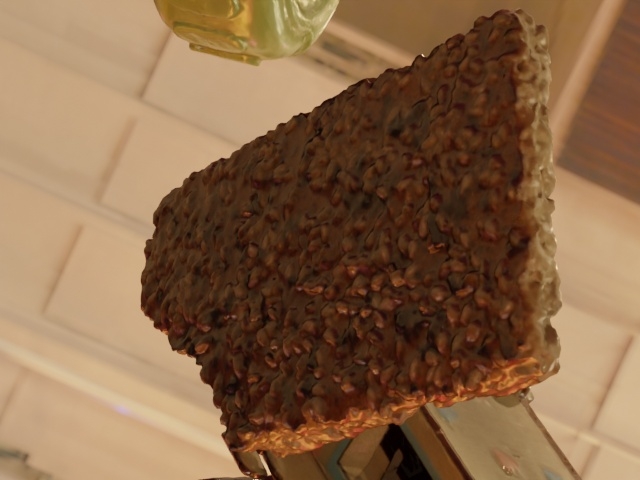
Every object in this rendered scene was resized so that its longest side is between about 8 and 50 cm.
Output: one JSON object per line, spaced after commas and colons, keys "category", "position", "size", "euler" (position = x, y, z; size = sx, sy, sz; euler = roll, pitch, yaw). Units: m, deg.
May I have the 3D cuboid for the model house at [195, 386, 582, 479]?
{"category": "model house", "position": [0.029, 0.230, 0.750], "size": [0.244, 0.169, 0.326], "euler": [53, -54, 37]}

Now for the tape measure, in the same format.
{"category": "tape measure", "position": [-0.024, -0.160, 0.724], "size": [0.154, 0.087, 0.177], "euler": [88, 23, -54]}

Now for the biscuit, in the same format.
{"category": "biscuit", "position": [-0.003, 0.012, 0.577], "size": [0.237, 0.026, 0.131], "euler": [-23, -124, 48]}
